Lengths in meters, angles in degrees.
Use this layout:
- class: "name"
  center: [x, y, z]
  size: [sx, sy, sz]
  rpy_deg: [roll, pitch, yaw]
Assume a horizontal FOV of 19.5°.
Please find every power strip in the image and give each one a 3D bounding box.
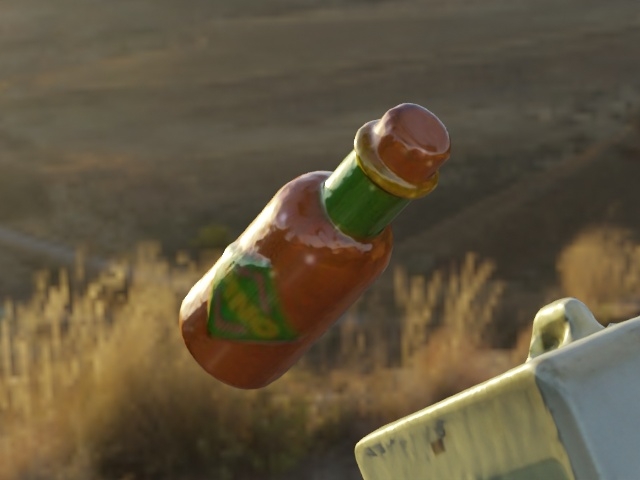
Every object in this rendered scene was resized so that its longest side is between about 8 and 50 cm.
- class: "power strip"
  center: [0.100, 0.186, 0.345]
  size: [0.043, 0.367, 0.106]
  rpy_deg: [-19, -8, -22]

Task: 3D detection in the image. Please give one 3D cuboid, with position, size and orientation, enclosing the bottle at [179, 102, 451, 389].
- class: "bottle"
  center: [0.000, 0.000, 0.913]
  size: [0.069, 0.069, 0.187]
  rpy_deg: [-15, -25, -45]
